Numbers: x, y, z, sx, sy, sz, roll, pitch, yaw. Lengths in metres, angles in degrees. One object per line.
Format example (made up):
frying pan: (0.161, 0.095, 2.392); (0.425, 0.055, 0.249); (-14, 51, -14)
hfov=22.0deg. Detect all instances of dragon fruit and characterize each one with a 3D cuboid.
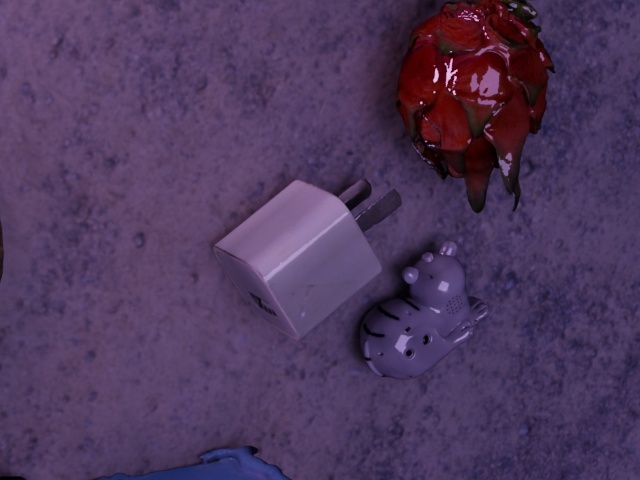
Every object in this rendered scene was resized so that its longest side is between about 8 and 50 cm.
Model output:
dragon fruit: (0.182, -0.168, 1.945); (0.193, 0.192, 0.274); (6, 109, -9)

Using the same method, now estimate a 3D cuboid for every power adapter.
power adapter: (0.000, 0.000, 1.916); (0.205, 0.130, 0.125); (-39, 118, -14)

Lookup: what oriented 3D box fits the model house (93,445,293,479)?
model house: (-0.132, 0.419, 1.887); (0.215, 0.237, 0.303); (-6, 106, -29)

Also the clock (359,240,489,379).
clock: (0.117, 0.088, 2.036); (0.176, 0.080, 0.117); (-36, 118, -18)

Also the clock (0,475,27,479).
clock: (-0.324, 0.469, 1.776); (0.120, 0.276, 0.379); (-4, 108, -28)

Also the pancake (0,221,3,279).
pancake: (-0.428, 0.010, 1.709); (0.235, 0.029, 0.212); (26, 78, -43)
